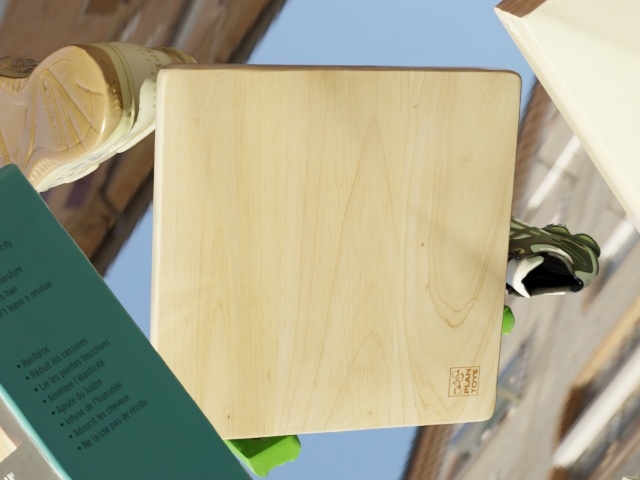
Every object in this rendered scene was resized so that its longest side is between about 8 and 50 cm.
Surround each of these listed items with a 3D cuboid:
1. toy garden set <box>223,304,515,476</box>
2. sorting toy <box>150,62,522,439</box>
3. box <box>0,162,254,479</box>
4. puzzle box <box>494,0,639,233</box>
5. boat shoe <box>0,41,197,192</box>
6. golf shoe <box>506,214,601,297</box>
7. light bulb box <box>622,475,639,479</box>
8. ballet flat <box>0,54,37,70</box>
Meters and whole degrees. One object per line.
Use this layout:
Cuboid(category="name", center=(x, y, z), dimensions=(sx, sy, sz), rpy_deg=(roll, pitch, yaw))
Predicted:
Cuboid(category="toy garden set", center=(0.018, 0.109, 1.284), dimensions=(0.244, 0.049, 0.204), rpy_deg=(-29, -159, -15))
Cuboid(category="sorting toy", center=(0.000, 0.000, 1.093), dimensions=(0.255, 0.257, 0.089), rpy_deg=(-2, -166, -19))
Cuboid(category="box", center=(-0.075, 0.101, 0.551), dimensions=(0.060, 0.100, 0.244), rpy_deg=(-36, -93, -40))
Cuboid(category="puzzle box", center=(0.331, -0.143, 0.857), dimensions=(0.272, 0.409, 0.052), rpy_deg=(53, 178, -20))
Cuboid(category="boat shoe", center=(-0.192, -0.093, 1.181), dimensions=(0.089, 0.285, 0.105), rpy_deg=(-15, -84, -33))
Cuboid(category="golf shoe", center=(0.192, 0.012, 1.602), dimensions=(0.198, 0.077, 0.094), rpy_deg=(7, -156, 11))
Cuboid(category="light bulb box", center=(0.414, 0.457, 1.548), dimensions=(0.225, 0.361, 0.358), rpy_deg=(11, 170, 31))
Cuboid(category="ballet flat", center=(-0.378, -0.048, 1.541), dimensions=(0.107, 0.316, 0.106), rpy_deg=(40, -176, -38))
